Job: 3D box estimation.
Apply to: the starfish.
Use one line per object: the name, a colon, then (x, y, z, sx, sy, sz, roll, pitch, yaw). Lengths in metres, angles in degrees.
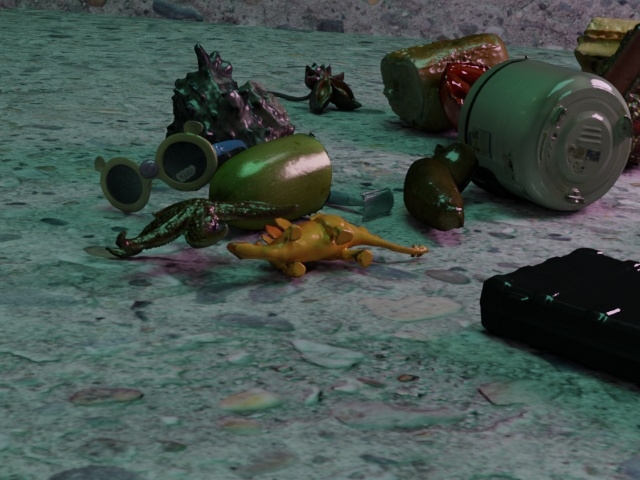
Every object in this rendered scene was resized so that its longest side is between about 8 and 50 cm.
starfish: (-0.148, -0.027, 1.408, 0.238, 0.057, 0.213, -17, 17, -4)

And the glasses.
glasses: (-0.188, -0.088, 1.669, 0.189, 0.088, 0.220, -18, -13, 24)

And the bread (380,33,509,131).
bread: (0.243, -0.307, 2.328, 0.246, 0.176, 0.195, -17, 14, -18)

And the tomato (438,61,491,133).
tomato: (0.309, -0.235, 2.167, 0.228, 0.101, 0.228, 18, 41, -16)

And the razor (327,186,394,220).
razor: (0.034, -0.061, 1.702, 0.135, 0.040, 0.068, 11, 17, 41)

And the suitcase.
suitcase: (0.330, 0.083, 1.204, 0.206, 0.066, 0.285, -14, 23, -43)

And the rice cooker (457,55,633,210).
rice cooker: (0.339, -0.162, 1.794, 0.226, 0.226, 0.244, -7, 20, -30)

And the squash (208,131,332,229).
squash: (-0.080, -0.073, 1.582, 0.123, 0.123, 0.186, 16, 26, 37)

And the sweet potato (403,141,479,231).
sweet potato: (0.173, -0.080, 1.672, 0.112, 0.085, 0.286, -21, 12, 12)

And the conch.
conch: (-0.134, -0.196, 1.905, 0.240, 0.186, 0.313, 27, -7, -11)

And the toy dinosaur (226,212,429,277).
toy dinosaur: (0.000, 0.000, 1.435, 0.288, 0.070, 0.117, -4, 17, -37)

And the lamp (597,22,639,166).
lamp: (0.567, -0.259, 2.051, 0.177, 0.274, 0.177, 35, -3, 2)

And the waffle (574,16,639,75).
waffle: (0.694, -0.305, 2.249, 0.376, 0.261, 0.114, 15, 64, 40)

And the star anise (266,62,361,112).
star anise: (-0.054, -0.302, 2.535, 0.227, 0.218, 0.148, -37, 16, 49)
